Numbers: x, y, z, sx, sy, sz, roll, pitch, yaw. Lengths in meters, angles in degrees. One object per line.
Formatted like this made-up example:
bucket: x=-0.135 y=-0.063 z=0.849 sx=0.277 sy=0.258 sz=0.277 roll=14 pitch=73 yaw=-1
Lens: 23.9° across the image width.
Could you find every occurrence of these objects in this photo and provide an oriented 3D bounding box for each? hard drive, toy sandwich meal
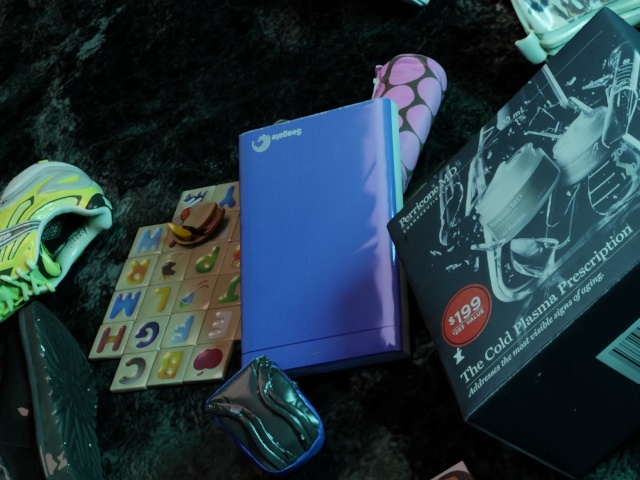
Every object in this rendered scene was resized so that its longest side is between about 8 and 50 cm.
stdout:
hard drive: x=0.000 y=0.000 z=1.815 sx=0.210 sy=0.040 sz=0.318 roll=-12 pitch=67 yaw=25
toy sandwich meal: x=-0.169 y=-0.029 z=2.044 sx=0.086 sy=0.029 sz=0.085 roll=-20 pitch=41 yaw=18

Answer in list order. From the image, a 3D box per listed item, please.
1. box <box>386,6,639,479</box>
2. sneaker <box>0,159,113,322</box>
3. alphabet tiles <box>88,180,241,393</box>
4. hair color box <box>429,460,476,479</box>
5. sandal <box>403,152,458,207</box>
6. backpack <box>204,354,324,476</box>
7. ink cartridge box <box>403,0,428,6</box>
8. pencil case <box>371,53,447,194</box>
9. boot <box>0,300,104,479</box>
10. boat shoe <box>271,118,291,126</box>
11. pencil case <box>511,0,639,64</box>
box: x=0.272 y=0.001 z=1.527 sx=0.343 sy=0.179 sz=0.312 roll=-46 pitch=35 yaw=20
sneaker: x=-0.450 y=0.042 z=2.101 sx=0.384 sy=0.145 sz=0.147 roll=-50 pitch=41 yaw=-15
alphabet tiles: x=-0.156 y=0.051 z=1.987 sx=0.285 sy=0.011 sz=0.342 roll=-8 pitch=47 yaw=28
hair color box: x=0.104 y=0.293 z=1.538 sx=0.141 sy=0.043 sz=0.072 roll=-32 pitch=39 yaw=3
sandal: x=0.226 y=-0.087 z=1.806 sx=0.303 sy=0.086 sz=0.120 roll=-32 pitch=12 yaw=31
backpack: x=-0.051 y=0.203 z=1.697 sx=0.098 sy=0.101 sz=0.120 roll=-44 pitch=72 yaw=-4
ink cartridge box: x=0.119 y=-0.492 z=2.164 sx=0.197 sy=0.114 sz=0.272 roll=30 pitch=97 yaw=54
pencil case: x=0.091 y=-0.147 z=1.936 sx=0.098 sy=0.095 sz=0.209 roll=20 pitch=47 yaw=4
boot: x=-0.417 y=0.248 z=1.879 sx=0.260 sy=0.131 sz=0.348 roll=-27 pitch=41 yaw=9
boat shoe: x=-0.038 y=-0.066 z=1.958 sx=0.081 sy=0.068 sz=0.227 roll=-23 pitch=41 yaw=15
pencil case: x=0.427 y=-0.346 z=1.859 sx=0.410 sy=0.160 sz=0.183 roll=-22 pitch=27 yaw=15
